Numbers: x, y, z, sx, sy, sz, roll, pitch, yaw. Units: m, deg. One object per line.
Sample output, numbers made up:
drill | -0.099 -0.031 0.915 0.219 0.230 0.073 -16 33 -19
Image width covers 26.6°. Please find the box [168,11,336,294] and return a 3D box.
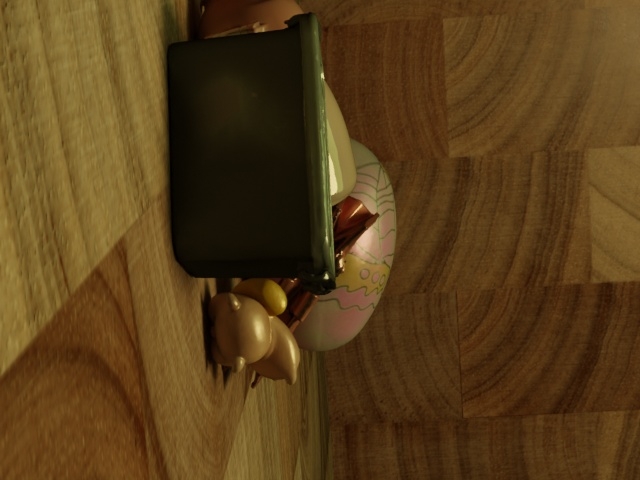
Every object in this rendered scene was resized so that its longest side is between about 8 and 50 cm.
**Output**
box | -0.059 -0.072 1.208 0.163 0.135 0.243 76 10 -79

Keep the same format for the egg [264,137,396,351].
egg | 0.000 0.000 1.685 0.196 0.196 0.271 75 14 -75

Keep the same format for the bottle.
bottle | -0.055 -0.148 1.373 0.147 0.147 0.236 -84 162 -72

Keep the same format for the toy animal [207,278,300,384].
toy animal | -0.077 0.097 1.323 0.082 0.091 0.114 -39 118 -51

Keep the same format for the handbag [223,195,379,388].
handbag | -0.021 0.048 1.450 0.212 0.059 0.157 -55 180 11
